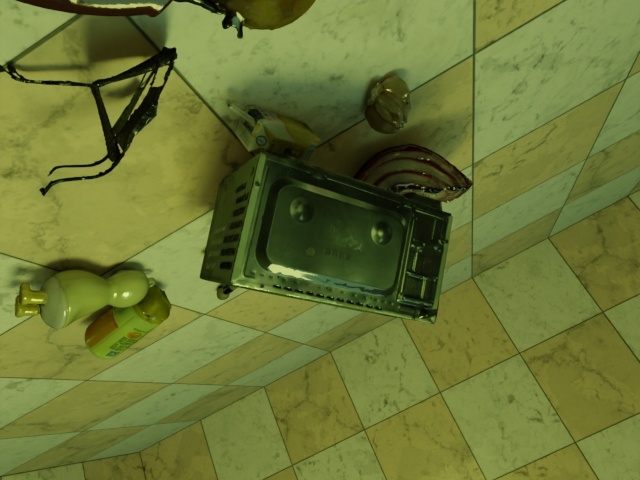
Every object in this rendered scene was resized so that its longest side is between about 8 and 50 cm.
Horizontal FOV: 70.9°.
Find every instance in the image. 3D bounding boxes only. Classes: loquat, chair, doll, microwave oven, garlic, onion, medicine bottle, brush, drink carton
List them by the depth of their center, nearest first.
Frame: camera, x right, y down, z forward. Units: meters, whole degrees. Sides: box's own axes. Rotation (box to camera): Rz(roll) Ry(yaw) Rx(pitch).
[{"bbox_3d":[-0.062,-0.335,0.504,0.204,0.149,0.172,-47,152,5],"label":"loquat"},{"bbox_3d":[-0.279,-0.173,0.591,0.213,0.174,0.149,-22,116,-20],"label":"chair"},{"bbox_3d":[-0.097,-0.195,0.822,0.199,0.084,0.075,3,133,-45],"label":"drink carton"},{"bbox_3d":[0.000,0.000,0.893,0.393,0.248,0.333,15,170,-24],"label":"microwave oven"},{"bbox_3d":[0.140,-0.272,0.907,0.113,0.094,0.074,-59,-179,42],"label":"garlic"},{"bbox_3d":[-0.515,0.115,1.015,0.296,0.117,0.141,-15,151,-53],"label":"doll"},{"bbox_3d":[0.200,-0.149,1.144,0.313,0.146,0.280,-9,176,-1],"label":"onion"},{"bbox_3d":[-0.505,0.210,1.188,0.238,0.124,0.124,-37,153,19],"label":"medicine bottle"},{"bbox_3d":[-0.246,0.124,1.275,0.038,0.042,0.299,19,154,-20],"label":"brush"}]

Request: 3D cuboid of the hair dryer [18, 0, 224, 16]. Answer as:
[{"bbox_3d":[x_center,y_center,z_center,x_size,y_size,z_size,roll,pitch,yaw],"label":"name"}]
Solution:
[{"bbox_3d":[-0.271,-0.208,0.445,0.339,0.123,0.313,-1,123,-22],"label":"hair dryer"}]
